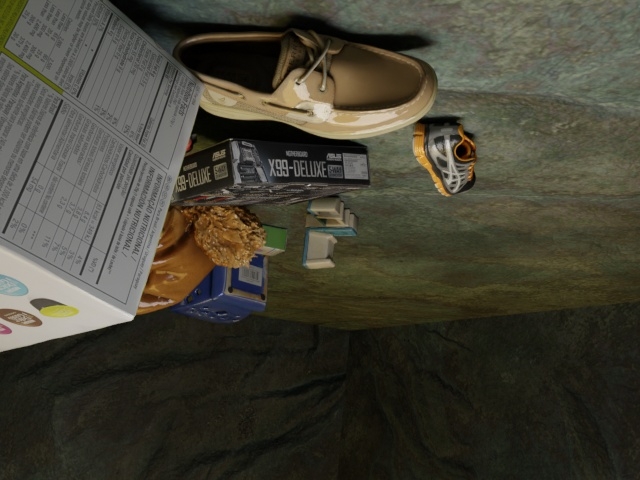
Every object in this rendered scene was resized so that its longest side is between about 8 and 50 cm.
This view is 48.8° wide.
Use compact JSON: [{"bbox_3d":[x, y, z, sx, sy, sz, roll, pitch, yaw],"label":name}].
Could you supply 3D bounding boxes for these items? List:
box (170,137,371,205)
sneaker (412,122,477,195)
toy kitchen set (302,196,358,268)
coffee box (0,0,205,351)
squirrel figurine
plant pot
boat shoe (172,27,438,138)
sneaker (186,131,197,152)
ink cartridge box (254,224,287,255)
[{"bbox_3d":[-0.101,-0.112,1.255,0.307,0.077,0.242,-3,176,-42],"label":"box"},{"bbox_3d":[0.227,-0.135,1.189,0.083,0.084,0.215,-8,161,28],"label":"sneaker"},{"bbox_3d":[0.000,0.000,1.643,0.122,0.166,0.207,1,165,18],"label":"toy kitchen set"},{"bbox_3d":[-0.393,-0.097,0.818,0.337,0.338,0.334,-15,142,36],"label":"coffee box"},{"bbox_3d":[-0.321,-0.040,1.555,0.396,0.281,0.370,-8,156,-5],"label":"squirrel figurine"},{"bbox_3d":[-0.282,0.106,2.076,0.212,0.236,0.236,-14,157,39],"label":"plant pot"},{"bbox_3d":[-0.023,-0.207,0.906,0.340,0.122,0.110,4,167,13],"label":"boat shoe"},{"bbox_3d":[-0.270,-0.181,1.075,0.135,0.098,0.276,-31,172,-11],"label":"sneaker"},{"bbox_3d":[-0.206,-0.010,1.905,0.209,0.062,0.109,12,166,-21],"label":"ink cartridge box"}]
